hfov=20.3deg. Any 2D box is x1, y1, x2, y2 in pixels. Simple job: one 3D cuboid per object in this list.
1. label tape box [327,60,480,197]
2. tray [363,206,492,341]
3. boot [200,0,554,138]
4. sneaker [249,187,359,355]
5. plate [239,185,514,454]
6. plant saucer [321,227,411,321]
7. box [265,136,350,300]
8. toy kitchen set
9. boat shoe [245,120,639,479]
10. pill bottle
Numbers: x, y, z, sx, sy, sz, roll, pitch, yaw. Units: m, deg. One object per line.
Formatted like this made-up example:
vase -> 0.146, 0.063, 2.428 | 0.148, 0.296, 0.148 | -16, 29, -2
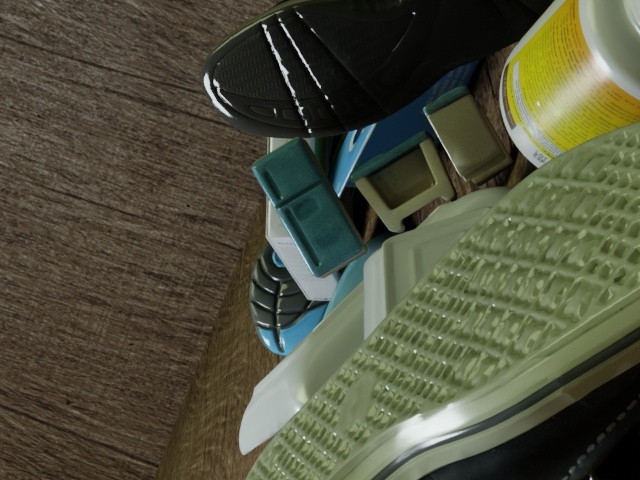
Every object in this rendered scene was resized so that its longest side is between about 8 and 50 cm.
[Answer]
label tape box -> 0.106, -0.193, 1.947 | 0.348, 0.115, 0.249 | -84, 16, -52
tray -> 0.098, 0.042, 1.358 | 0.270, 0.145, 0.030 | -88, -21, -65
boot -> 0.078, -0.251, 1.700 | 0.377, 0.138, 0.284 | -25, 25, 23
sneaker -> 0.000, 0.000, 2.324 | 0.139, 0.125, 0.341 | 62, -142, -62
plate -> 0.036, 0.067, 1.590 | 0.278, 0.045, 0.277 | -44, -1, -19
plant saucer -> 0.027, 0.130, 1.964 | 0.317, 0.043, 0.317 | -160, 90, -83
box -> -0.009, -0.075, 2.045 | 0.322, 0.058, 0.232 | 65, -155, -74
toy kitchen set -> 0.046, -0.071, 1.554 | 0.207, 0.122, 0.166 | -31, -7, 7
boat shoe -> 0.116, 0.102, 1.029 | 0.500, 0.156, 0.187 | -48, 17, 42
pill bottle -> 0.195, -0.117, 1.094 | 0.215, 0.117, 0.117 | 130, 158, -70
